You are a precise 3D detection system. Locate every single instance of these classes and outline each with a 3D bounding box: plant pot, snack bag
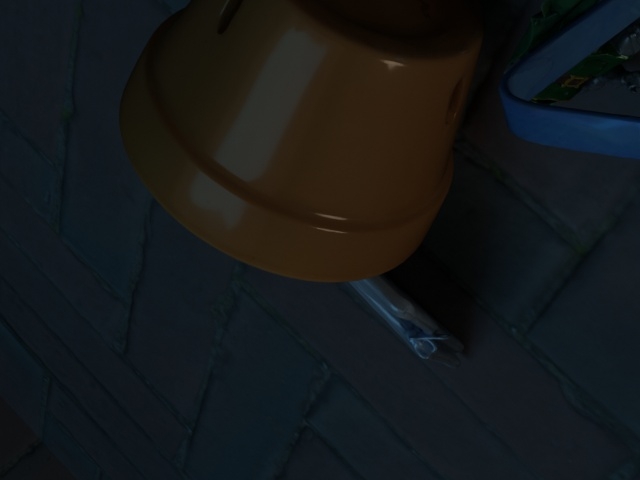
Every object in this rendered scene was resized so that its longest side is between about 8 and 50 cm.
[{"bbox_3d":[0.001,-0.140,1.069,0.291,0.291,0.203,43,133,15],"label":"plant pot"},{"bbox_3d":[0.000,0.000,1.265,0.323,0.037,0.342,42,-179,16],"label":"snack bag"}]

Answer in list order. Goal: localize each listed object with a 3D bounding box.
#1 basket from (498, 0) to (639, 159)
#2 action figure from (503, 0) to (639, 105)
[{"bbox_3d":[0.267,-0.119,0.681,0.255,0.289,0.201,18,141,40],"label":"basket"},{"bbox_3d":[0.198,-0.140,0.951,0.232,0.137,0.063,138,135,-69],"label":"action figure"}]
